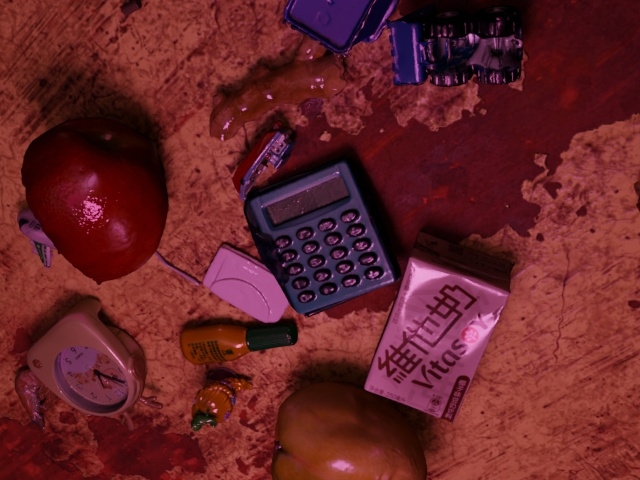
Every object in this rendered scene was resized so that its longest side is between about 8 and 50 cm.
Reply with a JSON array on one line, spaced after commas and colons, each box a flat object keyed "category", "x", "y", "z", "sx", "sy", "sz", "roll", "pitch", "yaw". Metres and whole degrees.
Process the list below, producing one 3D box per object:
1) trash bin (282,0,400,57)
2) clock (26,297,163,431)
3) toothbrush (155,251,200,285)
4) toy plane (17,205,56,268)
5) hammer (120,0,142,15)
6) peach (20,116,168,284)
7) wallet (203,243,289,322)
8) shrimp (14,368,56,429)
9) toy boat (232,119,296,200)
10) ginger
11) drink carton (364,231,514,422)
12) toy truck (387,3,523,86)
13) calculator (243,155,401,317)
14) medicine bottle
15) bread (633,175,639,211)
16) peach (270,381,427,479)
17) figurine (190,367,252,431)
[{"category": "trash bin", "x": 0.045, "y": -0.394, "z": 1.215, "sx": 0.162, "sy": 0.234, "sz": 0.184, "roll": 31, "pitch": 121, "yaw": -1}, {"category": "clock", "x": -0.500, "y": 0.298, "z": 1.800, "sx": 0.235, "sy": 0.096, "sz": 0.308, "roll": -38, "pitch": 102, "yaw": 27}, {"category": "toothbrush", "x": -0.322, "y": 0.047, "z": 1.670, "sx": 0.162, "sy": 0.014, "sz": 0.017, "roll": 33, "pitch": 106, "yaw": -2}, {"category": "toy plane", "x": -0.569, "y": -0.017, "z": 1.665, "sx": 0.174, "sy": 0.080, "sz": 0.174, "roll": 11, "pitch": 117, "yaw": 23}, {"category": "hammer", "x": -0.361, "y": -0.464, "z": 1.422, "sx": 0.035, "sy": 0.019, "sz": 0.110, "roll": -17, "pitch": 105, "yaw": 23}, {"category": "peach", "x": -0.433, "y": -0.066, "z": 1.509, "sx": 0.281, "sy": 0.281, "sz": 0.338, "roll": 26, "pitch": 129, "yaw": 2}, {"category": "wallet", "x": -0.148, "y": 0.094, "z": 1.635, "sx": 0.183, "sy": 0.032, "sz": 0.124, "roll": 30, "pitch": 118, "yaw": 0}, {"category": "shrimp", "x": -0.694, "y": 0.389, "z": 1.940, "sx": 0.099, "sy": 0.041, "sz": 0.180, "roll": -2, "pitch": 115, "yaw": 0}, {"category": "toy boat", "x": -0.107, "y": -0.145, "z": 1.479, "sx": 0.059, "sy": 0.069, "sz": 0.173, "roll": 42, "pitch": 115, "yaw": 2}, {"category": "ginger", "x": -0.087, "y": -0.261, "z": 1.417, "sx": 0.298, "sy": 0.065, "sz": 0.118, "roll": -26, "pitch": 91, "yaw": 24}, {"category": "drink carton", "x": 0.222, "y": 0.172, "z": 1.515, "sx": 0.194, "sy": 0.132, "sz": 0.325, "roll": 19, "pitch": 118, "yaw": 5}, {"category": "toy truck", "x": 0.219, "y": -0.319, "z": 1.268, "sx": 0.208, "sy": 0.126, "sz": 0.113, "roll": 0, "pitch": 121, "yaw": 15}, {"category": "calculator", "x": 0.000, "y": 0.000, "z": 1.496, "sx": 0.248, "sy": 0.058, "sz": 0.274, "roll": -20, "pitch": 94, "yaw": 25}, {"category": "medicine bottle", "x": -0.174, "y": 0.215, "z": 1.684, "sx": 0.260, "sy": 0.064, "sz": 0.095, "roll": -9, "pitch": 121, "yaw": 20}, {"category": "bread", "x": 0.722, "y": -0.074, "z": 1.242, "sx": 0.323, "sy": 0.143, "sz": 0.333, "roll": 37, "pitch": 119, "yaw": -6}, {"category": "peach", "x": 0.049, "y": 0.447, "z": 1.604, "sx": 0.315, "sy": 0.314, "sz": 0.282, "roll": 19, "pitch": 100, "yaw": -16}, {"category": "figurine", "x": -0.215, "y": 0.349, "z": 1.710, "sx": 0.115, "sy": 0.156, "sz": 0.095, "roll": -7, "pitch": 114, "yaw": 22}]
